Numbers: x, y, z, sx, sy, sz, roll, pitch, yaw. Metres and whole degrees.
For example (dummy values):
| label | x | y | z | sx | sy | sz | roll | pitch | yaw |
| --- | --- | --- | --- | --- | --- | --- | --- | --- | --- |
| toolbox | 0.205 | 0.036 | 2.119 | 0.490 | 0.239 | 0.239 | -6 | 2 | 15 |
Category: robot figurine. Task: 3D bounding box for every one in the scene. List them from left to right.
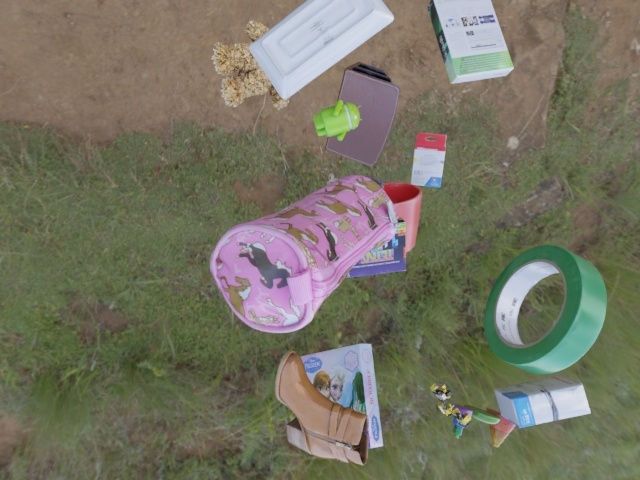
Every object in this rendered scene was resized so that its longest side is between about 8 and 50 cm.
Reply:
| label | x | y | z | sx | sy | sz | roll | pitch | yaw |
| --- | --- | --- | --- | --- | --- | --- | --- | --- | --- |
| robot figurine | 0.042 | -0.290 | 0.994 | 0.115 | 0.067 | 0.101 | -16 | 149 | 2 |

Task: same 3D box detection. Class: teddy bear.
| label | x | y | z | sx | sy | sz | roll | pitch | yaw |
| --- | --- | --- | --- | --- | --- | --- | --- | --- | --- |
| teddy bear | -0.158 | -0.514 | 1.220 | 0.337 | 0.113 | 0.245 | -12 | 107 | -36 |

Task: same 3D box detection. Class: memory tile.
| label | x | y | z | sx | sy | sz | roll | pitch | yaw |
| --- | --- | --- | --- | --- | --- | --- | --- | --- | --- |
| memory tile | 0.052 | -0.211 | 1.829 | 0.012 | 0.113 | 0.148 | -10 | 135 | -30 |

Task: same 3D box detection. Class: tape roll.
| label | x | y | z | sx | sy | sz | roll | pitch | yaw |
| --- | --- | --- | --- | --- | --- | --- | --- | --- | --- |
| tape roll | 0.558 | 0.172 | 1.064 | 0.077 | 0.321 | 0.321 | 23 | 116 | -11 |

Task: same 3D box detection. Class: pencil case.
| label | x | y | z | sx | sy | sz | roll | pitch | yaw |
| --- | --- | --- | --- | --- | --- | --- | --- | --- | --- |
| pencil case | 0.000 | 0.000 | 0.666 | 0.167 | 0.386 | 0.160 | -38 | 87 | 32 |

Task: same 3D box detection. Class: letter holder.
| label | x | y | z | sx | sy | sz | roll | pitch | yaw |
| --- | --- | --- | --- | --- | --- | --- | --- | --- | --- |
| letter holder | 0.171 | -0.456 | 1.516 | 0.214 | 0.152 | 0.302 | 23 | 126 | 10 |

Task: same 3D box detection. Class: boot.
| label | x | y | z | sx | sy | sz | roll | pitch | yaw |
| --- | --- | --- | --- | --- | --- | --- | --- | --- | --- |
| boot | 0.006 | 0.414 | 1.021 | 0.220 | 0.109 | 0.284 | 1 | 100 | 32 |

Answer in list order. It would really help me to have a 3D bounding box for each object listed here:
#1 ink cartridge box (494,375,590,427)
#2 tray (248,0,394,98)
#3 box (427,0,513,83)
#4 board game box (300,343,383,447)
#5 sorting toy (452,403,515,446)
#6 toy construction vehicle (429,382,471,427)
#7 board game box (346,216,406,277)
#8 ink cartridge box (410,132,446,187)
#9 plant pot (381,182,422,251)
| label | x | y | z | sx | sy | sz | roll | pitch | yaw |
| --- | --- | --- | --- | --- | --- | --- | --- | --- | --- |
| ink cartridge box | 0.604 | 0.440 | 1.145 | 0.190 | 0.139 | 0.082 | -11 | 80 | 2 |
| tray | -0.005 | -0.417 | 0.823 | 0.270 | 0.030 | 0.145 | -34 | 83 | 7 |
| box | 0.546 | -0.742 | 1.519 | 0.232 | 0.058 | 0.322 | -11 | 79 | -10 |
| board game box | 0.059 | 0.544 | 1.447 | 0.065 | 0.318 | 0.318 | 15 | 150 | -40 |
| sorting toy | 0.585 | 0.678 | 1.501 | 0.365 | 0.127 | 0.126 | 23 | 80 | -35 |
| toy construction vehicle | 0.289 | 0.362 | 0.926 | 0.035 | 0.098 | 0.086 | -35 | 87 | -13 |
| board game box | 0.141 | 0.019 | 1.109 | 0.170 | 0.048 | 0.141 | -8 | 110 | -4 |
| ink cartridge box | 0.488 | -0.365 | 1.867 | 0.134 | 0.078 | 0.231 | 9 | 110 | 16 |
| plant pot | 0.291 | -0.086 | 1.738 | 0.274 | 0.275 | 0.243 | -11 | 116 | -2 |
